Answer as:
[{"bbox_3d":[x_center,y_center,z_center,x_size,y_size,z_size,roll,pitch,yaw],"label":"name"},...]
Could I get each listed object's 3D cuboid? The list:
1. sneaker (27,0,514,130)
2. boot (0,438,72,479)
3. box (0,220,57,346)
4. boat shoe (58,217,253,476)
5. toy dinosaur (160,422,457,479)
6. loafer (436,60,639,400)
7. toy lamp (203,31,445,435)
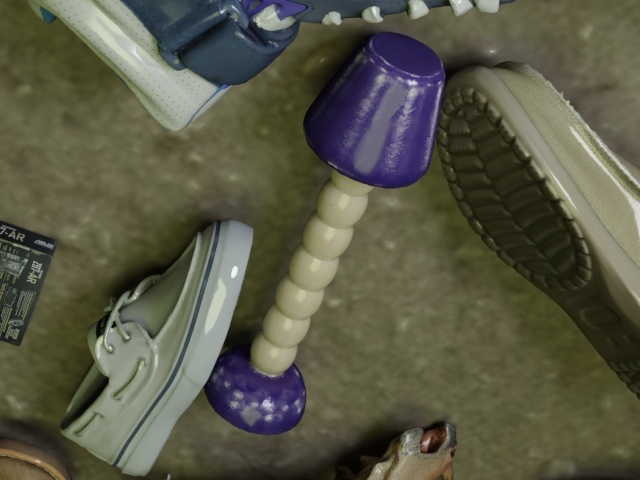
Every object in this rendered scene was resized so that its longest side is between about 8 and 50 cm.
[{"bbox_3d":[0.004,-0.143,0.703,0.323,0.130,0.236,18,132,-13],"label":"sneaker"},{"bbox_3d":[-0.271,0.270,1.012,0.112,0.115,0.305,28,121,-13],"label":"boot"},{"bbox_3d":[-0.215,0.025,0.890,0.067,0.018,0.083,19,124,-10],"label":"box"},{"bbox_3d":[-0.112,0.070,0.876,0.076,0.083,0.226,20,125,-11],"label":"boat shoe"},{"bbox_3d":[-0.044,0.228,0.973,0.296,0.127,0.200,-26,157,39],"label":"toy dinosaur"},{"bbox_3d":[0.170,-0.005,0.802,0.268,0.092,0.102,50,155,-13],"label":"loafer"},{"bbox_3d":[0.000,0.000,0.824,0.080,0.080,0.274,19,124,-10],"label":"toy lamp"}]
